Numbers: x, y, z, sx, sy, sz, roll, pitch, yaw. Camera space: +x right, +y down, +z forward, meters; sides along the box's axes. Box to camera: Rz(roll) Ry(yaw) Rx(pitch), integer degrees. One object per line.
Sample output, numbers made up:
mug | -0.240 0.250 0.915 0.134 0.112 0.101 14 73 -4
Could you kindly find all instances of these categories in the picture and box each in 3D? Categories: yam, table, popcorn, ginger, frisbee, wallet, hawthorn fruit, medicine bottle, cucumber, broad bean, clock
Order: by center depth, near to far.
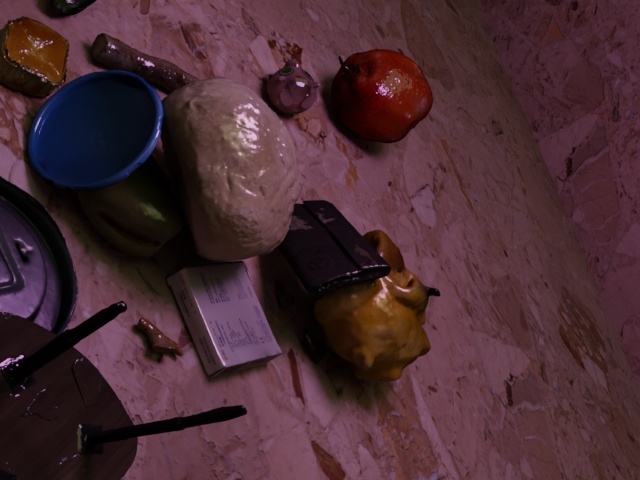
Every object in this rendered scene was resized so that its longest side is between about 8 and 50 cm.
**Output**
table | -0.289 0.215 1.089 0.317 0.249 0.317 28 54 -48
clock | -0.497 0.037 1.215 0.325 0.067 0.325 33 39 -32
ginger | -0.268 0.169 1.435 0.097 0.030 0.048 44 6 -23
frisbee | -0.374 -0.180 1.454 0.045 0.242 0.242 67 7 -61
broad bean | -0.342 -0.088 1.510 0.189 0.121 0.263 9 39 -43
medicine bottle | -0.170 0.136 1.572 0.171 0.052 0.201 -7 67 -55
wallet | 0.000 0.000 1.729 0.171 0.044 0.321 -15 33 -16
cucumber | -0.472 -0.511 1.739 0.074 0.074 0.241 43 36 -20
yam | -0.347 -0.351 1.770 0.253 0.061 0.061 19 47 -45
popcorn | 0.112 0.128 1.770 0.297 0.281 0.315 34 47 -58
hawthorn fruit | 0.145 -0.400 2.279 0.300 0.254 0.254 41 33 -43

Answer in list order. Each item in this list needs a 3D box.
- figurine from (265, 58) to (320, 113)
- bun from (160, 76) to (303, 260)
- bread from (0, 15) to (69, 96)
figurine | -0.067 -0.369 2.099 0.125 0.125 0.138 34 22 -30
bun | -0.157 -0.132 1.565 0.349 0.227 0.352 -122 -163 -59
bread | -0.512 -0.324 1.519 0.128 0.069 0.140 23 48 -39
